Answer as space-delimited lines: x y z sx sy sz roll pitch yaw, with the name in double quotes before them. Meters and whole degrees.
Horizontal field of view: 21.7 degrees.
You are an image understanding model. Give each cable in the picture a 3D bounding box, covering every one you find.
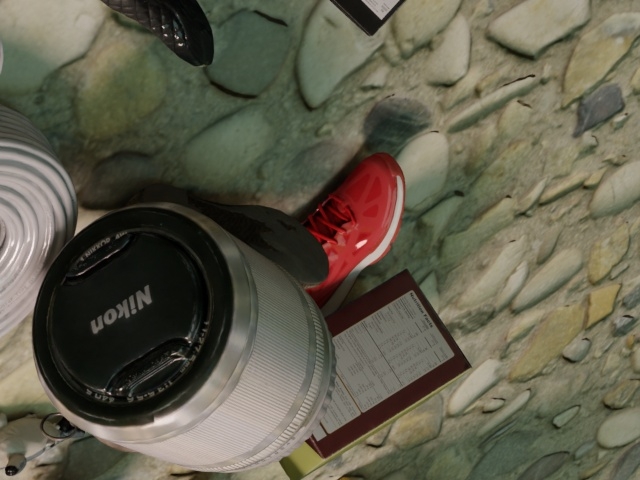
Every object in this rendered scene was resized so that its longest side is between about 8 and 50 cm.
"cable" -0.341 -0.006 1.485 0.257 0.089 0.257 -43 144 0

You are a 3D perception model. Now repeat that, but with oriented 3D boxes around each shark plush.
"shark plush" -0.321 0.212 1.785 0.067 0.073 0.161 -44 171 36

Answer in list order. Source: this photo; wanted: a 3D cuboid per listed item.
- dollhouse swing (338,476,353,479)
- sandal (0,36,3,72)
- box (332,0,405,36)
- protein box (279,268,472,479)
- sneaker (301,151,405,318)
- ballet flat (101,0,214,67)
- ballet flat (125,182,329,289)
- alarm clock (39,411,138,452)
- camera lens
"dollhouse swing" 0.090 0.548 2.277 0.315 0.305 0.347 -36 145 -10
"sandal" -0.367 -0.119 1.326 0.265 0.076 0.102 -21 102 -27
"box" -0.010 -0.282 1.471 0.077 0.147 0.180 -47 143 6
"protein box" 0.033 0.158 1.903 0.201 0.136 0.200 -30 172 -17
"sneaker" 0.000 0.000 1.821 0.128 0.087 0.221 -1 126 -45
"ballet flat" -0.148 -0.208 1.513 0.049 0.057 0.173 -10 153 26
"ballet flat" -0.097 0.001 1.722 0.249 0.084 0.058 16 141 -37
"alarm clock" -0.207 0.171 1.758 0.192 0.129 0.064 -18 139 -28
"camera lens" -0.123 0.099 1.569 0.219 0.219 0.274 -46 153 4
